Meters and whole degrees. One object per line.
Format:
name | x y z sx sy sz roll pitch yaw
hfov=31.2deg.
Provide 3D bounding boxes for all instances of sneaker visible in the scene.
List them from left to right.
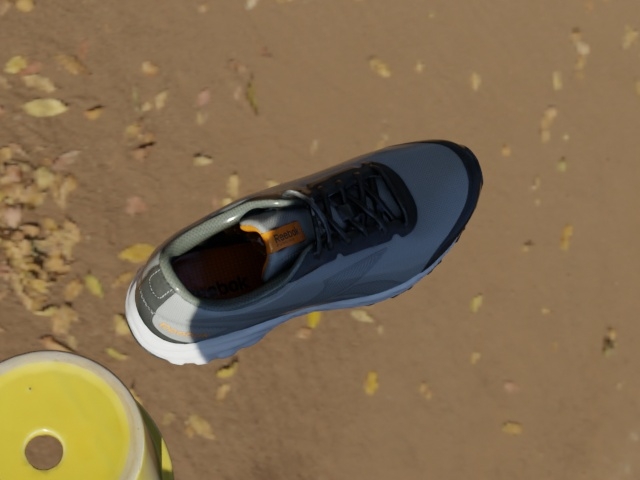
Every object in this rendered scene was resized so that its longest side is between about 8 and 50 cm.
sneaker | 0.000 0.000 0.778 0.271 0.108 0.100 -25 77 -19

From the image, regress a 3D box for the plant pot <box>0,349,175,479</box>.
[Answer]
plant pot | -0.252 0.216 1.042 0.253 0.239 0.254 6 64 -11
